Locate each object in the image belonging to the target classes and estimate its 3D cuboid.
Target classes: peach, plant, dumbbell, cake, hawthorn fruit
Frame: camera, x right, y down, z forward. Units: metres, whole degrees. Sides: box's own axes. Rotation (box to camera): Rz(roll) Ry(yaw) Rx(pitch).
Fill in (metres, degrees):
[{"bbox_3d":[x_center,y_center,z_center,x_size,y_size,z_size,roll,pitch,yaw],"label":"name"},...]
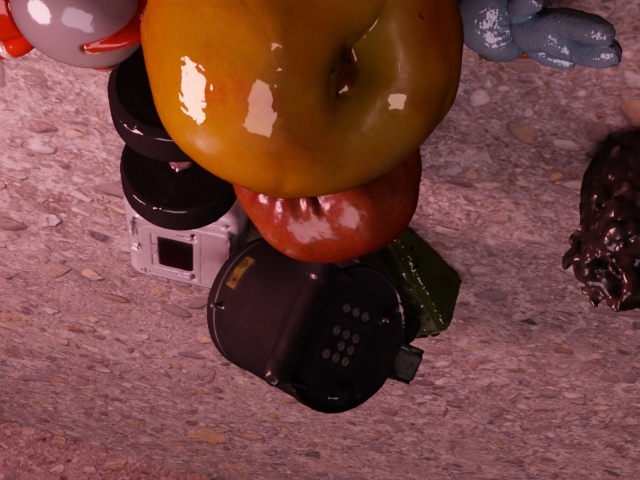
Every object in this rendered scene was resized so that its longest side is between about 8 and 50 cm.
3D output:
[{"bbox_3d":[-0.027,-0.179,0.966,0.289,0.289,0.308,29,-173,-30],"label":"peach"},{"bbox_3d":[0.385,0.002,1.214,0.204,0.234,0.178,4,157,2],"label":"plant"},{"bbox_3d":[-0.168,-0.125,1.258,0.152,0.152,0.218,11,151,1],"label":"dumbbell"},{"bbox_3d":[0.119,0.028,1.560,0.100,0.099,0.235,-9,126,36],"label":"cake"},{"bbox_3d":[0.020,-0.077,1.238,0.224,0.224,0.261,2,173,18],"label":"hawthorn fruit"}]

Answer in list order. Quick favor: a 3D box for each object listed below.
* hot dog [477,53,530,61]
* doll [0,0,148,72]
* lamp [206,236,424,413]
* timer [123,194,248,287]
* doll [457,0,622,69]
[{"bbox_3d":[0.206,-0.205,1.111,0.083,0.021,0.037,0,160,18],"label":"hot dog"},{"bbox_3d":[-0.303,-0.250,1.091,0.336,0.105,0.200,12,152,15],"label":"doll"},{"bbox_3d":[-0.034,0.106,1.462,0.272,0.205,0.374,21,175,33],"label":"lamp"},{"bbox_3d":[-0.201,-0.003,1.572,0.178,0.078,0.253,12,152,0],"label":"timer"},{"bbox_3d":[0.210,-0.215,1.017,0.180,0.075,0.120,13,148,35],"label":"doll"}]
